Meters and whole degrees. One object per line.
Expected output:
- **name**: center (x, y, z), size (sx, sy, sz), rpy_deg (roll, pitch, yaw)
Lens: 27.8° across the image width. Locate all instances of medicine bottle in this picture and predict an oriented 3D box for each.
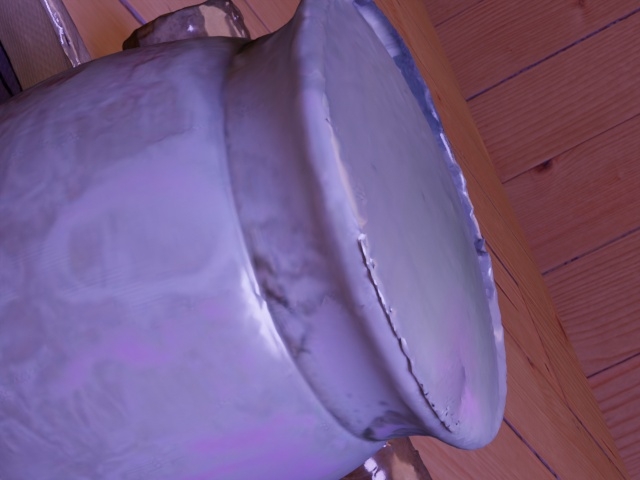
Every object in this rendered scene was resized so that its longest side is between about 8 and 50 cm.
- **medicine bottle**: center (-0.027, 0.009, 0.391), size (0.147, 0.143, 0.147), rpy_deg (-18, 90, -72)

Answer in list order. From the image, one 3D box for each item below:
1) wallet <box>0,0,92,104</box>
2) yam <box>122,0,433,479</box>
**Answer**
- **wallet**: center (-0.118, -0.030, 0.484), size (0.274, 0.068, 0.335), rpy_deg (60, 15, -21)
- **yam**: center (-0.011, 0.035, 0.712), size (0.356, 0.081, 0.081), rpy_deg (65, 13, -2)
